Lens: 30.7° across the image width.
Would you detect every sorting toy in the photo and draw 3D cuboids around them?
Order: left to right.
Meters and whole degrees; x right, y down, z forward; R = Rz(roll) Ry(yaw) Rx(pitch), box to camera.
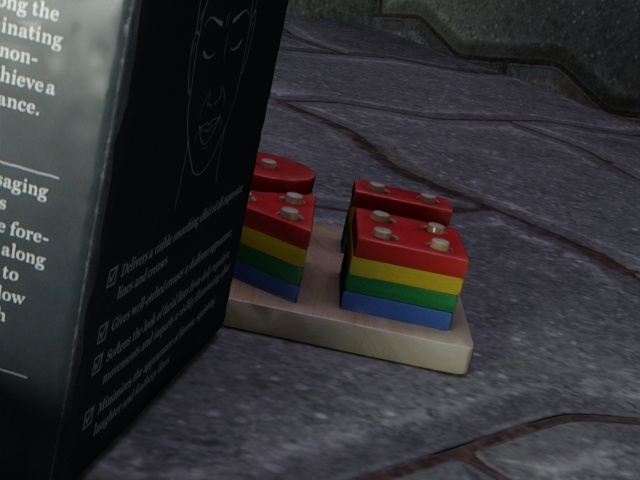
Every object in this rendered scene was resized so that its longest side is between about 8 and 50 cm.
[{"bbox_3d":[0.000,0.000,0.995,0.255,0.089,0.257,12,17,-2],"label":"sorting toy"}]

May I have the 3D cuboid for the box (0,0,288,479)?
[{"bbox_3d":[-0.160,-0.107,0.690,0.212,0.396,0.293,16,16,9],"label":"box"}]
